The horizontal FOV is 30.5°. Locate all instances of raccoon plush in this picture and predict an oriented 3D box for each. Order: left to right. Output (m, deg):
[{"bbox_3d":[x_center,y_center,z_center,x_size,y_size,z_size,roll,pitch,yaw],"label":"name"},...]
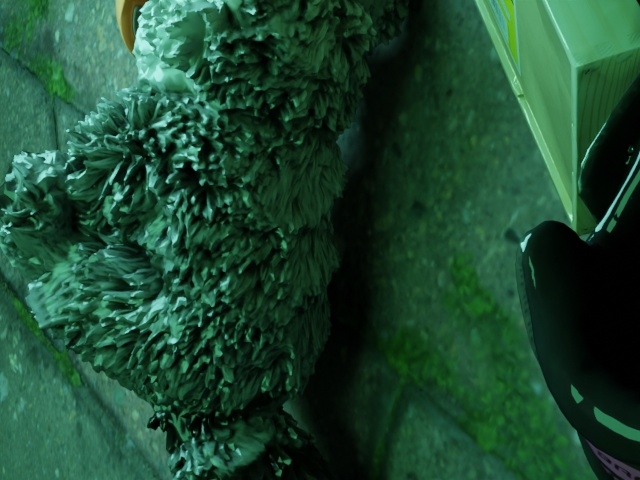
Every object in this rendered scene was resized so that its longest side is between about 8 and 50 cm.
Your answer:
[{"bbox_3d":[0.000,0.000,0.775,0.299,0.216,0.446,-39,85,29],"label":"raccoon plush"}]

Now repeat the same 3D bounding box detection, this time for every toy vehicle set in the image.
[{"bbox_3d":[0.102,-0.153,0.611,0.166,0.035,0.267,66,-174,-63],"label":"toy vehicle set"}]

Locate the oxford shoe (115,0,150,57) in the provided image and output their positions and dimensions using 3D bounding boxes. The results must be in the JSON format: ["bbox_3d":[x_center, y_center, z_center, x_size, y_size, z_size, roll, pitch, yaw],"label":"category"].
[{"bbox_3d":[-0.086,-0.317,0.906,0.364,0.130,0.133,-60,35,30],"label":"oxford shoe"}]

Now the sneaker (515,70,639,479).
[{"bbox_3d":[0.153,0.052,0.411,0.185,0.202,0.483,-131,34,-54],"label":"sneaker"}]
